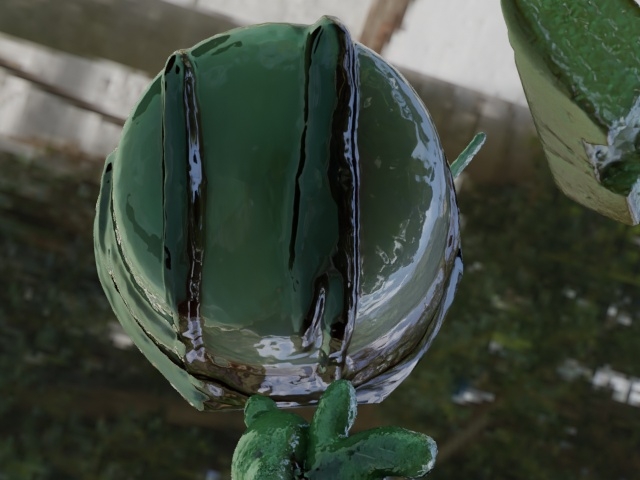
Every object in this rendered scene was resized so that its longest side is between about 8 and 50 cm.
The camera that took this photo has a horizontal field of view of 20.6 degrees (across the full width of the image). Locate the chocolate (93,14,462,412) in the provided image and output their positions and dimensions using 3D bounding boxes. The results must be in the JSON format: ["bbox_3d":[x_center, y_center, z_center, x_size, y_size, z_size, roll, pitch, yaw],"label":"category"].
[{"bbox_3d":[-0.030,-0.018,1.214,0.186,0.283,0.284,97,7,-83],"label":"chocolate"}]

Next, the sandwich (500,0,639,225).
[{"bbox_3d":[0.258,-0.144,1.630,0.122,0.236,0.128,-44,-137,-15],"label":"sandwich"}]

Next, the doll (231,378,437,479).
[{"bbox_3d":[0.004,0.146,1.101,0.150,0.077,0.115,-2,-89,35],"label":"doll"}]

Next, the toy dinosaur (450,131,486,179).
[{"bbox_3d":[-0.003,0.035,1.572,0.383,0.076,0.129,-21,-139,29],"label":"toy dinosaur"}]
